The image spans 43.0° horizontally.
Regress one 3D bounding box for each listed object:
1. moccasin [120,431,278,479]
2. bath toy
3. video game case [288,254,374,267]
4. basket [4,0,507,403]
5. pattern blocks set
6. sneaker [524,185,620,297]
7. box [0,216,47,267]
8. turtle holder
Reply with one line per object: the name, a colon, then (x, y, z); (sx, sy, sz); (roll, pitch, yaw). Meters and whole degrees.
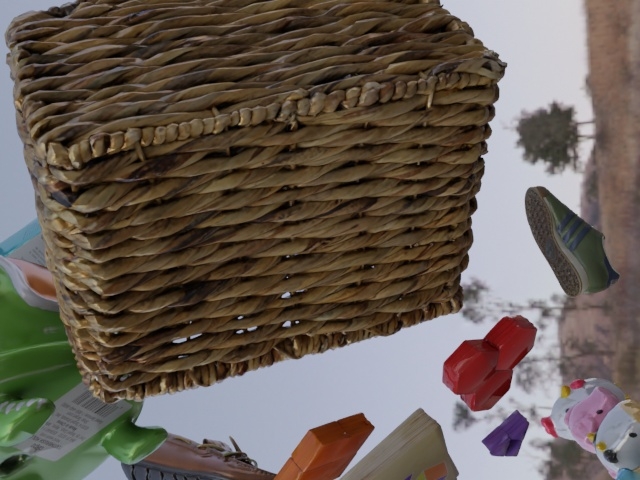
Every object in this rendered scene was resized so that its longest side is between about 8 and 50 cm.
moccasin: (-0.200, 0.435, 1.533); (0.147, 0.380, 0.139); (-45, -58, -43)
bath toy: (0.381, 0.260, 1.056); (0.348, 0.129, 0.151); (-84, -16, -84)
video game case: (0.000, 0.000, 1.135); (0.143, 0.157, 0.019); (55, -127, -23)
basket: (-0.054, -0.055, 0.585); (0.299, 0.213, 0.223); (-15, -47, -18)
pattern blocks set: (0.035, 0.214, 0.626); (0.325, 0.026, 0.285); (-29, -44, -20)
sneaker: (0.377, -0.002, 1.211); (0.064, 0.086, 0.192); (105, 154, -52)
box: (-0.355, 0.066, 0.918); (0.100, 0.244, 0.060); (54, -173, -27)
turtle holder: (-0.321, 0.157, 0.742); (0.243, 0.320, 0.227); (8, -142, -51)
